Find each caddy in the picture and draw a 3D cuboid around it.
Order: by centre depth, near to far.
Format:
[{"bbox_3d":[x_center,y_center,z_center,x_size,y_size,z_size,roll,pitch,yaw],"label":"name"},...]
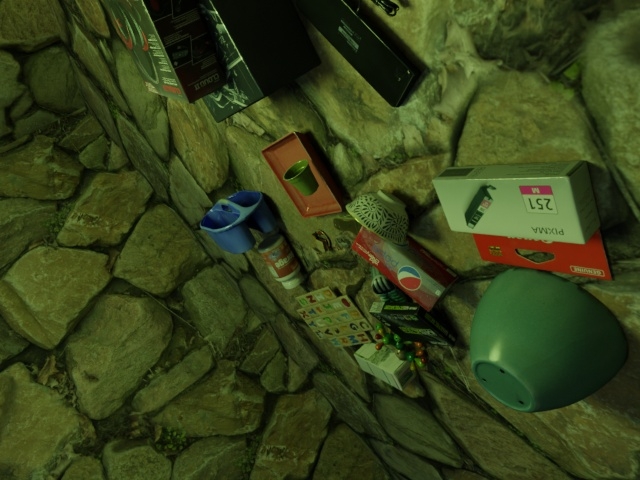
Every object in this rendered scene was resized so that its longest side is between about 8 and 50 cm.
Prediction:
[{"bbox_3d":[-0.332,-0.090,1.745,0.341,0.241,0.179,12,140,55],"label":"caddy"}]

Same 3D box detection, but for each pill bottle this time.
[{"bbox_3d":[-0.158,0.090,1.836,0.121,0.121,0.216,11,135,56],"label":"pill bottle"}]

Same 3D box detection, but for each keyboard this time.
[{"bbox_3d":[0.070,-0.411,0.829,0.317,0.033,0.201,48,163,6],"label":"keyboard"}]

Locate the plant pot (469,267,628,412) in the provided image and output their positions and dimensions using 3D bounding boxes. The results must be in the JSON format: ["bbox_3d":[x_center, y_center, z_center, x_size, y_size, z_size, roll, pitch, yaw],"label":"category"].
[{"bbox_3d":[0.422,0.229,0.911,0.290,0.195,0.290,40,154,25],"label":"plant pot"}]

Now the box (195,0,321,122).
[{"bbox_3d":[-0.216,-0.492,1.039,0.312,0.179,0.343,3,128,58],"label":"box"}]

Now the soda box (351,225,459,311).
[{"bbox_3d":[0.211,0.053,1.139,0.263,0.083,0.092,41,131,21],"label":"soda box"}]

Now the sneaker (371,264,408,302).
[{"bbox_3d":[0.208,0.141,1.352,0.224,0.083,0.098,59,-162,-49],"label":"sneaker"}]

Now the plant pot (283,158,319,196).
[{"bbox_3d":[-0.046,-0.165,1.223,0.083,0.083,0.079,13,148,55],"label":"plant pot"}]

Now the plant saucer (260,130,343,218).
[{"bbox_3d":[-0.049,-0.193,1.331,0.259,0.047,0.258,57,156,-14],"label":"plant saucer"}]

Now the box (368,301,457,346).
[{"bbox_3d":[0.266,0.241,1.295,0.184,0.045,0.190,43,152,-26],"label":"box"}]

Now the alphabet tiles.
[{"bbox_3d":[0.049,0.317,1.803,0.285,0.011,0.342,53,140,-10],"label":"alphabet tiles"}]

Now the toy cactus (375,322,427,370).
[{"bbox_3d":[0.272,0.375,1.526,0.219,0.112,0.180,26,156,29],"label":"toy cactus"}]

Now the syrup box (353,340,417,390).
[{"bbox_3d":[0.244,0.469,1.696,0.237,0.093,0.096,10,134,56],"label":"syrup box"}]

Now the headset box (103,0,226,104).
[{"bbox_3d":[-0.340,-0.440,0.971,0.218,0.110,0.293,28,147,41],"label":"headset box"}]

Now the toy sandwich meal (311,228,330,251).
[{"bbox_3d":[0.000,0.000,1.539,0.085,0.029,0.085,40,154,24],"label":"toy sandwich meal"}]

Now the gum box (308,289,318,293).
[{"bbox_3d":[0.021,0.303,1.895,0.188,0.062,0.107,57,155,-15],"label":"gum box"}]

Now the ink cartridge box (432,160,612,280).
[{"bbox_3d":[0.362,-0.026,0.826,0.275,0.060,0.239,10,132,56],"label":"ink cartridge box"}]

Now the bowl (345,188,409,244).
[{"bbox_3d":[0.152,-0.071,1.071,0.170,0.170,0.080,39,109,25],"label":"bowl"}]

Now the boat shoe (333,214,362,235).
[{"bbox_3d":[0.104,-0.046,1.283,0.153,0.048,0.056,12,123,46],"label":"boat shoe"}]
